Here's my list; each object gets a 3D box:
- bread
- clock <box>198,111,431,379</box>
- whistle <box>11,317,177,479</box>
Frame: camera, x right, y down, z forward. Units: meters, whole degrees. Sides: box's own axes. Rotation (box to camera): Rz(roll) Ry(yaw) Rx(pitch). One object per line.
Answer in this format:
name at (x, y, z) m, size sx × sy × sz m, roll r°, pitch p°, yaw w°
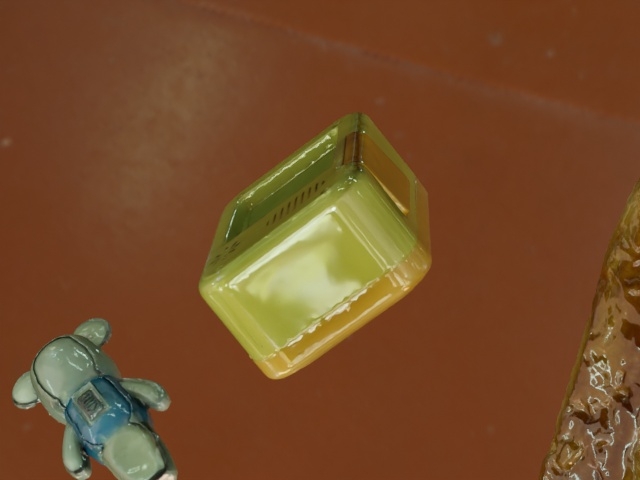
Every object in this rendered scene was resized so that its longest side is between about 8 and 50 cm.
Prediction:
bread at (0.285, 0.103, 1.311) m, size 0.195 × 0.344 × 0.149 m, roll -4°, pitch 24°, yaw -46°
clock at (0.000, 0.000, 1.222) m, size 0.143 × 0.096 × 0.202 m, roll -33°, pitch 13°, yaw 13°
whistle at (-0.188, 0.155, 1.563) m, size 0.114 × 0.077 × 0.235 m, roll -40°, pitch 42°, yaw -8°
